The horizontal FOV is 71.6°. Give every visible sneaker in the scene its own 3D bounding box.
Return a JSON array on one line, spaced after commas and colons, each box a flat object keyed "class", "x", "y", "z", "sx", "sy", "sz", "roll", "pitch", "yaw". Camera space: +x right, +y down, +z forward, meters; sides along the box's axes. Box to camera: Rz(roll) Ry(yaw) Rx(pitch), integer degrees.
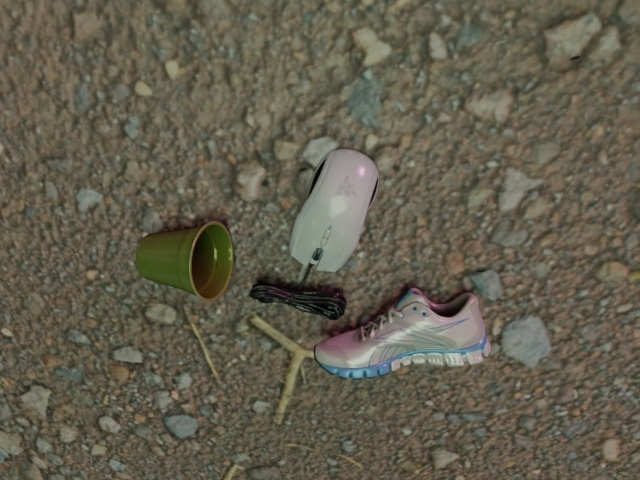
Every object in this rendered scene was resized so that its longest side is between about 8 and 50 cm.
[{"class": "sneaker", "x": 0.084, "y": 0.094, "z": 0.482, "sx": 0.190, "sy": 0.071, "sz": 0.083, "roll": -10, "pitch": 107, "yaw": 2}]

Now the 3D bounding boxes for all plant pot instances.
[{"class": "plant pot", "x": -0.146, "y": 0.019, "z": 0.467, "sx": 0.079, "sy": 0.083, "sz": 0.083, "roll": 4, "pitch": 115, "yaw": 18}]

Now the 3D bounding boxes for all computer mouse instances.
[{"class": "computer mouse", "x": 0.000, "y": 0.000, "z": 0.456, "sx": 0.106, "sy": 0.042, "sz": 0.193, "roll": 20, "pitch": 115, "yaw": -2}]
